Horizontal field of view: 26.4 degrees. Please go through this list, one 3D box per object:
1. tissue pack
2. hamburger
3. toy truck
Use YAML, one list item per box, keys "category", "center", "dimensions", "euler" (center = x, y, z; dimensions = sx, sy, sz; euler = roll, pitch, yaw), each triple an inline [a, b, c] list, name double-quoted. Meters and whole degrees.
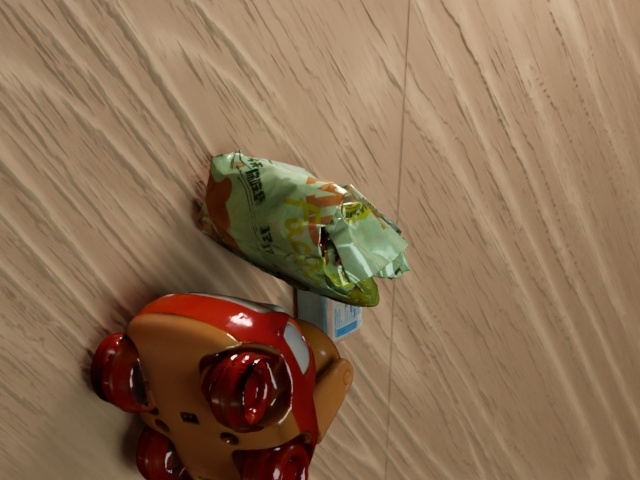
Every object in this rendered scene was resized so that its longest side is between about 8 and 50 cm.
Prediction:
- category: "tissue pack"
  center: [0.011, 0.067, 1.580]
  dimensions: [0.074, 0.059, 0.094]
  euler: [-23, 122, -44]
- category: "hamburger"
  center: [0.002, 0.000, 1.418]
  dimensions: [0.125, 0.214, 0.235]
  euler: [-57, 149, -2]
- category: "toy truck"
  center: [-0.079, 0.134, 1.392]
  dimensions: [0.239, 0.189, 0.265]
  euler: [-57, 141, -39]
